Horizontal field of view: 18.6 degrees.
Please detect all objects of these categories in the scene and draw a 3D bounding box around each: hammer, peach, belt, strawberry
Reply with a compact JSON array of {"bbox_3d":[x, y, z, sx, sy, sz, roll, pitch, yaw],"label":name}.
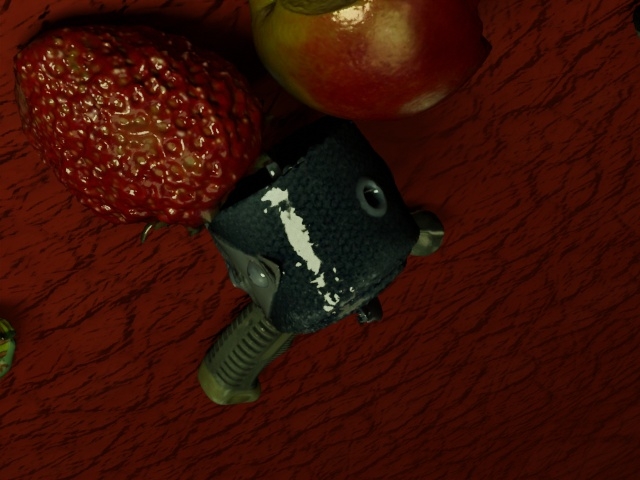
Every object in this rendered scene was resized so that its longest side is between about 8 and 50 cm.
[{"bbox_3d":[-0.023,0.049,1.502,0.158,0.041,0.226,1,143,-43],"label":"hammer"},{"bbox_3d":[0.029,-0.125,1.171,0.151,0.151,0.118,-22,109,-11],"label":"peach"},{"bbox_3d":[0.000,-0.001,1.239,0.122,0.128,0.218,-33,-174,-2],"label":"belt"},{"bbox_3d":[-0.109,-0.072,1.140,0.131,0.148,0.131,-41,-167,12],"label":"strawberry"}]

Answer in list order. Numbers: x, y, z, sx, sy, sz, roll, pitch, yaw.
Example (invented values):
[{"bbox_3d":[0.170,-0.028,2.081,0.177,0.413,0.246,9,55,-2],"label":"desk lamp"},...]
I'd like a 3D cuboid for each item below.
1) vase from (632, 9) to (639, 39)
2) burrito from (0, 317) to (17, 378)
[{"bbox_3d":[0.307,-0.174,1.387,0.167,0.059,0.059,-27,154,0],"label":"vase"},{"bbox_3d":[-0.320,0.084,1.270,0.288,0.054,0.104,-11,149,-30],"label":"burrito"}]
